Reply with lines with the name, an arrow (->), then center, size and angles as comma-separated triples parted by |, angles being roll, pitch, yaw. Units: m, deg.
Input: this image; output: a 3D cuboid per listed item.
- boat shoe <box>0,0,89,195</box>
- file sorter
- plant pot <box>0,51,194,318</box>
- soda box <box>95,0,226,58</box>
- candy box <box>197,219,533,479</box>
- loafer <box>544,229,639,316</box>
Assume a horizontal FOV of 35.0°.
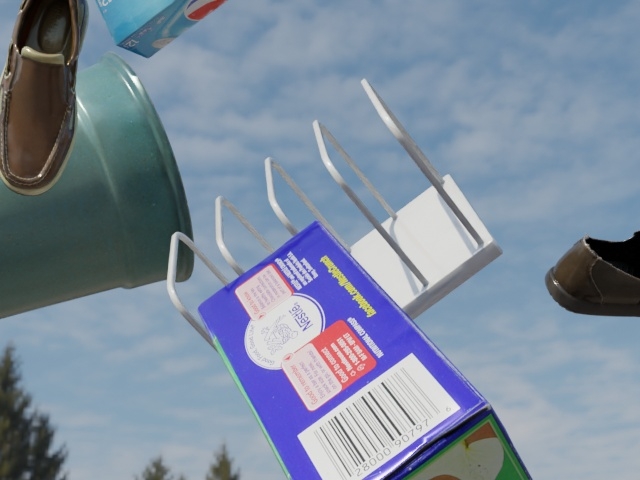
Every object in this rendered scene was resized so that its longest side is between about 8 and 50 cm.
boat shoe -> -0.312, -0.181, 1.114 | 0.095, 0.257, 0.095 | 5, -16, -10
file sorter -> 0.000, 0.000, 1.016 | 0.278, 0.193, 0.173 | -38, -69, 10
plant pot -> -0.393, -0.046, 1.382 | 0.334, 0.341, 0.341 | -21, -17, -22
soda box -> -0.144, -0.292, 1.121 | 0.210, 0.071, 0.067 | -32, -16, 19
candy box -> 0.070, 0.178, 0.695 | 0.122, 0.268, 0.317 | -36, -60, -3
loafer -> 0.336, 0.033, 1.011 | 0.220, 0.080, 0.078 | -1, -47, -21
